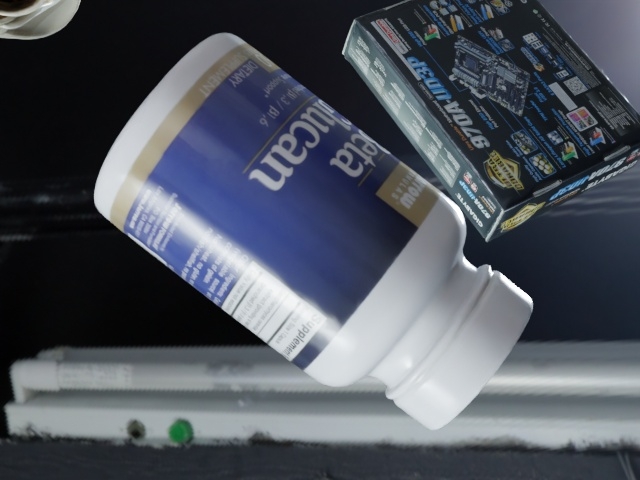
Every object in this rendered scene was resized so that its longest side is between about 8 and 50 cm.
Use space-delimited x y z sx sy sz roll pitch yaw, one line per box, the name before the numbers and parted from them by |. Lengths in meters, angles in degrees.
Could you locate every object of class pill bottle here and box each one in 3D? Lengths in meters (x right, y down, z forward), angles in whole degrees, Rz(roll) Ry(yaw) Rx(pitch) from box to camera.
pill bottle | 0.000 0.000 0.422 0.169 0.094 0.094 37 -111 0

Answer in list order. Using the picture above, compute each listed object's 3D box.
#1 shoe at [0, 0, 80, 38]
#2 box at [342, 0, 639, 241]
shoe | -0.167 -0.126 0.479 0.076 0.219 0.058 -41 -99 8
box | 0.152 -0.127 0.876 0.175 0.051 0.220 -26 -112 -24
